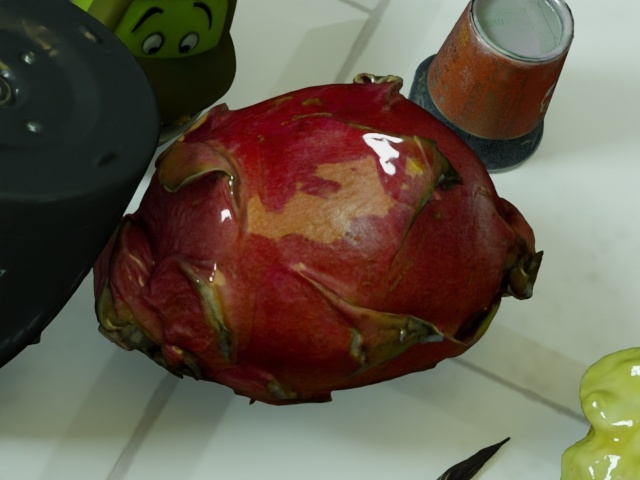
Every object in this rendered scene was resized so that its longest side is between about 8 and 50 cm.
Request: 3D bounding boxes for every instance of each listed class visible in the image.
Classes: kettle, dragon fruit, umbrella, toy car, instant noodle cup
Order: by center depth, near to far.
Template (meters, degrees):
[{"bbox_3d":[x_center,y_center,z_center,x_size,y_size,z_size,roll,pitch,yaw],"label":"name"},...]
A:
[{"bbox_3d":[-0.276,-0.013,0.834,0.268,0.290,0.207,11,45,-27],"label":"kettle"},{"bbox_3d":[0.004,0.000,0.923,0.315,0.250,0.250,1,59,-2],"label":"dragon fruit"},{"bbox_3d":[0.094,0.174,0.965,0.122,0.013,0.022,-35,84,-27],"label":"umbrella"},{"bbox_3d":[-0.145,-0.200,0.995,0.204,0.198,0.247,-8,83,-34],"label":"toy car"},{"bbox_3d":[0.147,-0.142,1.090,0.127,0.135,0.127,5,60,-9],"label":"instant noodle cup"}]

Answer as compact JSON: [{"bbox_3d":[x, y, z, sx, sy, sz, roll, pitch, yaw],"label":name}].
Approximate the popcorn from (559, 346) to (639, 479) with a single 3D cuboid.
[{"bbox_3d":[0.307,0.165,0.901,0.286,0.252,0.215,4,100,-5],"label":"popcorn"}]
